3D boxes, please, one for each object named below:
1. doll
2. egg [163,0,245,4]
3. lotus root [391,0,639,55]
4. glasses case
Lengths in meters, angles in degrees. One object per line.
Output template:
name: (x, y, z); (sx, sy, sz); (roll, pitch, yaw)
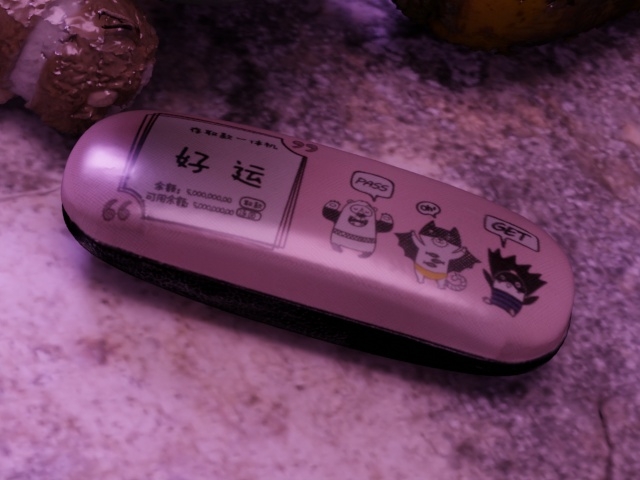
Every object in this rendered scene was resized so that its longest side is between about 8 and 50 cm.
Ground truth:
doll: (-0.205, -0.144, 1.236); (0.221, 0.115, 0.105); (22, 52, 15)
egg: (-0.072, -0.290, 1.258); (0.276, 0.276, 0.389); (-8, 5, -25)
lotus root: (0.189, -0.254, 1.429); (0.397, 0.179, 0.196); (-31, 77, -35)
glasses case: (0.000, 0.000, 1.165); (0.314, 0.075, 0.122); (17, 39, 0)
